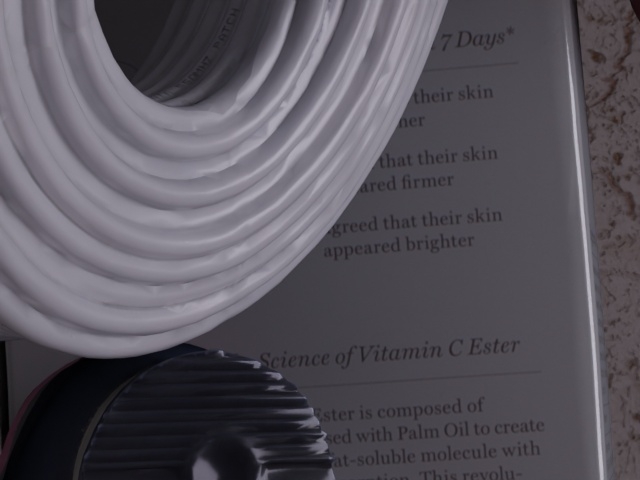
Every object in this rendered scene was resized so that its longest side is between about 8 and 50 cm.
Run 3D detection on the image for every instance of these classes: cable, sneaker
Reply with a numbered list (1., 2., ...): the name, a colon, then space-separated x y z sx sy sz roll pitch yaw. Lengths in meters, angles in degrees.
1. cable: -0.053 -0.091 0.563 0.257 0.089 0.257 -22 120 -49
2. sneaker: -0.069 0.190 0.623 0.131 0.112 0.319 4 -96 63

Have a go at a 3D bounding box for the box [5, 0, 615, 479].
1. box: 0.000 0.000 0.765 0.168 0.215 0.345 23 63 -80

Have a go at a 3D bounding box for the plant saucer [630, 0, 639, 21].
1. plant saucer: 0.168 -0.228 0.745 0.332 0.084 0.332 -167 -90 -88
